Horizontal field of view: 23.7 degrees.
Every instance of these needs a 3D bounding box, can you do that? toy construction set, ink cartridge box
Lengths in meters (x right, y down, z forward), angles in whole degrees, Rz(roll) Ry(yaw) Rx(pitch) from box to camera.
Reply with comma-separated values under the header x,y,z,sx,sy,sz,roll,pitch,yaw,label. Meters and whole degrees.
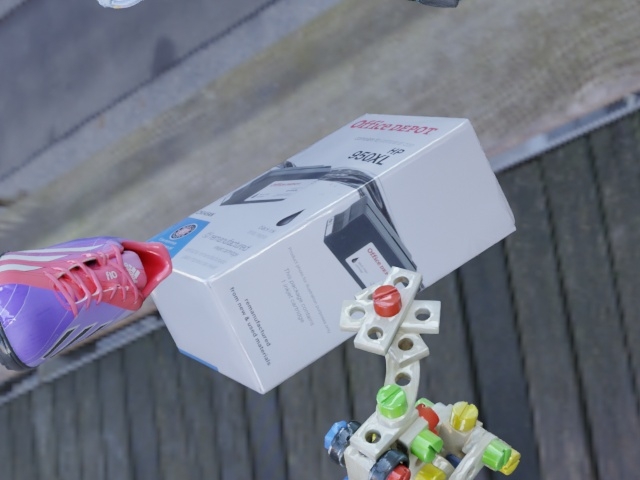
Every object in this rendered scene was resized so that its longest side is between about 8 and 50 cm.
x,y,z,sx,sy,sz,roll,pitch,yaw,label
0.101,0.195,1.597,0.151,0.215,0.327,23,147,42,toy construction set
0.000,0.000,1.918,0.285,0.395,0.166,14,132,63,ink cartridge box

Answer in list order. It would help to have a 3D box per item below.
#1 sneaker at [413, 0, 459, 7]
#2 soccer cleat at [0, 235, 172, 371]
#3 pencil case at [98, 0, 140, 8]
x,y,z,sx,sy,sz,roll,pitch,yaw,label
0.069,-0.374,1.642,0.341,0.140,0.125,-101,17,-53,sneaker
-0.230,0.045,1.441,0.116,0.318,0.108,-17,93,9,soccer cleat
-0.206,-0.365,1.931,0.113,0.273,0.124,44,112,3,pencil case
